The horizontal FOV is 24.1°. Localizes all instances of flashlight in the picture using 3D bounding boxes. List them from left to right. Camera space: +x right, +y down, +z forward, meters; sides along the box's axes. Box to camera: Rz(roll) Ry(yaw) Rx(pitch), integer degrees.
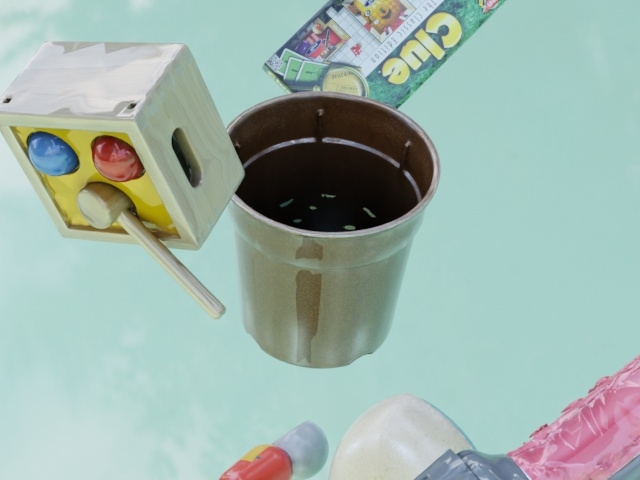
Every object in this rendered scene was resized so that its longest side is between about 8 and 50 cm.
[{"bbox_3d":[0.169,0.087,0.834,0.304,0.103,0.103,-36,62,-5],"label":"flashlight"}]

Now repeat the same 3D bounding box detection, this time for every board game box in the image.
[{"bbox_3d":[0.075,-0.226,1.594,0.260,0.136,0.030,-46,3,-10],"label":"board game box"}]

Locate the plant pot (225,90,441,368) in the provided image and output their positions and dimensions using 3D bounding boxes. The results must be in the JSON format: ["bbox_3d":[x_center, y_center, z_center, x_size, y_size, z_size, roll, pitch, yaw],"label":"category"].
[{"bbox_3d":[0.000,0.000,1.154,0.167,0.165,0.167,3,43,-3],"label":"plant pot"}]

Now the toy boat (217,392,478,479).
[{"bbox_3d":[0.052,0.258,1.511,0.318,0.267,0.148,13,25,35],"label":"toy boat"}]

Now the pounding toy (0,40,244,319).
[{"bbox_3d":[-0.117,-0.038,0.936,0.130,0.141,0.100,5,48,29],"label":"pounding toy"}]
